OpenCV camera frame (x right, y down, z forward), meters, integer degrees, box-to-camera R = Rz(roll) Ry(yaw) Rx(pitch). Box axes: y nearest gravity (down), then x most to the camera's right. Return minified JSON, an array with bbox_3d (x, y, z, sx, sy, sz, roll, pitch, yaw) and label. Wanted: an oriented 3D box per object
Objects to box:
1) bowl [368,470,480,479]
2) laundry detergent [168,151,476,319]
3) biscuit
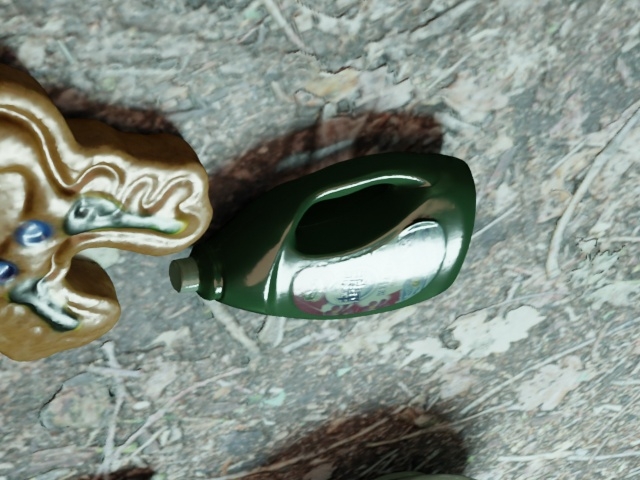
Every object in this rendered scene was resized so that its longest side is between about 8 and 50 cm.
[{"bbox_3d":[0.075,0.310,1.433,0.277,0.145,0.277,-20,146,-14],"label":"bowl"},{"bbox_3d":[0.000,0.000,1.057,0.211,0.063,0.137,-8,139,-24],"label":"laundry detergent"},{"bbox_3d":[-0.212,-0.015,0.901,0.202,0.047,0.334,-43,143,20],"label":"biscuit"}]
